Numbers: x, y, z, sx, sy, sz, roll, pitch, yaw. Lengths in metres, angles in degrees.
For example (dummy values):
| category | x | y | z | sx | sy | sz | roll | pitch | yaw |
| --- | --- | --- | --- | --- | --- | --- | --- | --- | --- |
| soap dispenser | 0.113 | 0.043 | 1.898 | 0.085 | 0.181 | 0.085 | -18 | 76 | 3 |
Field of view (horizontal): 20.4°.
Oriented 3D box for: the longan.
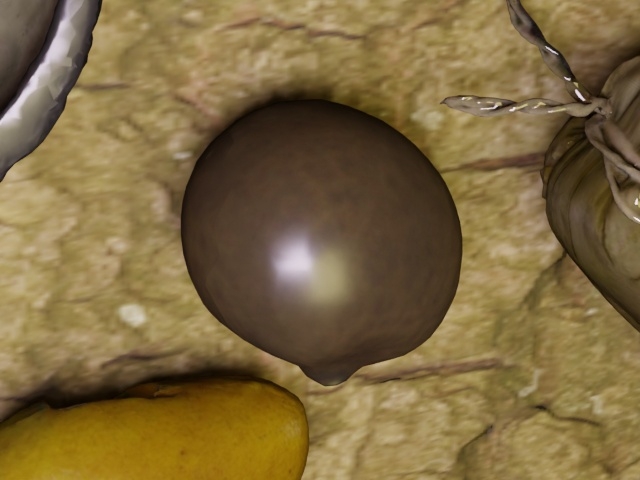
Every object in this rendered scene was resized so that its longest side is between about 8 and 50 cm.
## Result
| category | x | y | z | sx | sy | sz | roll | pitch | yaw |
| --- | --- | --- | --- | --- | --- | --- | --- | --- | --- |
| longan | 0.000 | 0.000 | 1.098 | 0.189 | 0.189 | 0.189 | -13 | 123 | -21 |

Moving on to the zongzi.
| category | x | y | z | sx | sy | sz | roll | pitch | yaw |
| --- | --- | --- | --- | --- | --- | --- | --- | --- | --- |
| zongzi | 0.271 | 0.095 | 1.276 | 0.500 | 0.218 | 0.467 | 7 | 119 | -28 |

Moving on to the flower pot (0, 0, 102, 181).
| category | x | y | z | sx | sy | sz | roll | pitch | yaw |
| --- | --- | --- | --- | --- | --- | --- | --- | --- | --- |
| flower pot | -0.256 | -0.164 | 0.803 | 0.267 | 0.267 | 0.266 | -14 | 124 | -22 |

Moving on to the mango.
| category | x | y | z | sx | sy | sz | roll | pitch | yaw |
| --- | --- | --- | --- | --- | --- | --- | --- | --- | --- |
| mango | -0.126 | 0.168 | 1.160 | 0.262 | 0.130 | 0.167 | -15 | 121 | -28 |
